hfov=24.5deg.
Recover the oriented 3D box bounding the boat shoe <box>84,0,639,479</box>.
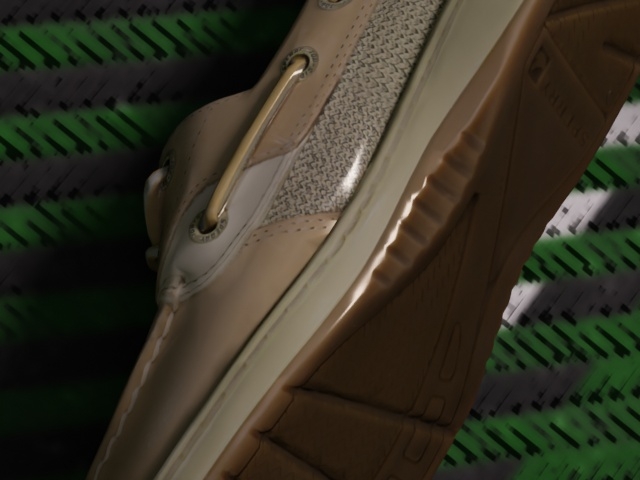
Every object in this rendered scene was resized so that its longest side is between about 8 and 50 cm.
[{"bbox_3d":[0.000,0.000,0.454,0.098,0.109,0.302,24,78,33],"label":"boat shoe"}]
